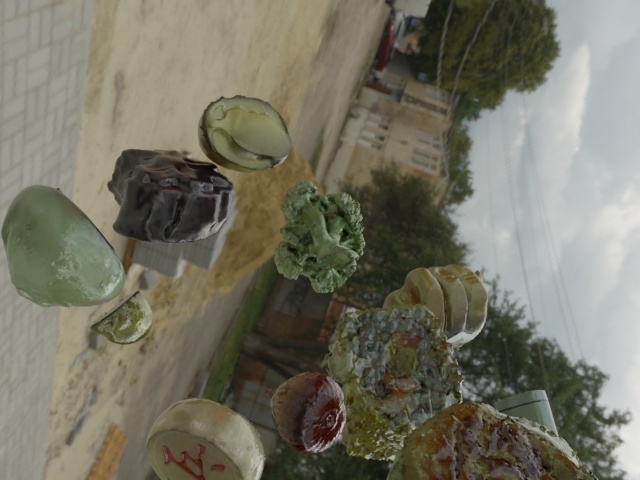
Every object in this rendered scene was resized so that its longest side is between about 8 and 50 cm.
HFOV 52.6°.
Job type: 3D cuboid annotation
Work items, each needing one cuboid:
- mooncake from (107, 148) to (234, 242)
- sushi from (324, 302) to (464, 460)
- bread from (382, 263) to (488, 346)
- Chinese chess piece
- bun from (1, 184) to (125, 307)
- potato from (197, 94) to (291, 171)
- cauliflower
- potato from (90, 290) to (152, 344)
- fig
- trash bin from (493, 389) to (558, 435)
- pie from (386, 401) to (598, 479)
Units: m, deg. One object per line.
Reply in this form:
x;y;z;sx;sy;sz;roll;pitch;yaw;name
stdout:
-0.438;-0.139;1.893;0.381;0.350;0.212;36;-65;50;mooncake
0.181;0.378;1.739;0.240;0.351;0.397;104;-19;-45;sushi
0.366;0.234;2.061;0.210;0.341;0.301;50;-53;46;bread
-0.236;0.439;1.339;0.103;0.249;0.250;-55;167;-52;Chinese chess piece
-0.550;0.038;1.332;0.187;0.293;0.293;-38;164;-25;bun
-0.253;-0.310;1.973;0.242;0.285;0.243;-8;-98;63;potato
-0.013;0.002;1.754;0.327;0.260;0.281;66;21;-12;cauliflower
-0.492;0.217;1.667;0.081;0.120;0.149;-24;-165;32;potato
-0.021;0.258;0.985;0.153;0.119;0.119;150;-39;-71;fig
0.432;0.391;1.357;0.116;0.059;0.130;-33;-123;40;trash bin
0.256;0.369;0.945;0.354;0.288;0.103;-21;136;-32;pie
